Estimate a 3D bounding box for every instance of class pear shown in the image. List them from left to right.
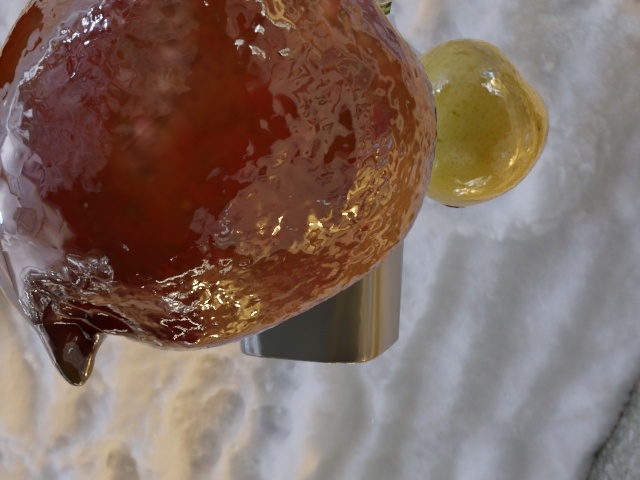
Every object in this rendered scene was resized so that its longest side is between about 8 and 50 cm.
[{"bbox_3d":[0.295,-0.234,1.457,0.349,0.348,0.348,2,119,4],"label":"pear"}]

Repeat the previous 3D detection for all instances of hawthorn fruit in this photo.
[{"bbox_3d":[-0.082,-0.075,0.482,0.311,0.295,0.294,-25,120,-22],"label":"hawthorn fruit"}]

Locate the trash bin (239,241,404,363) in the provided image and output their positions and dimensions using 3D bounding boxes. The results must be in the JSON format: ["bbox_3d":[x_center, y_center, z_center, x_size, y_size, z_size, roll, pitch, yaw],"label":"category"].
[{"bbox_3d":[0.000,0.000,0.816,0.220,0.219,0.250,1,95,22],"label":"trash bin"}]

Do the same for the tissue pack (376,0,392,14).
[{"bbox_3d":[0.068,-0.401,1.155,0.111,0.079,0.085,-19,143,-22],"label":"tissue pack"}]
